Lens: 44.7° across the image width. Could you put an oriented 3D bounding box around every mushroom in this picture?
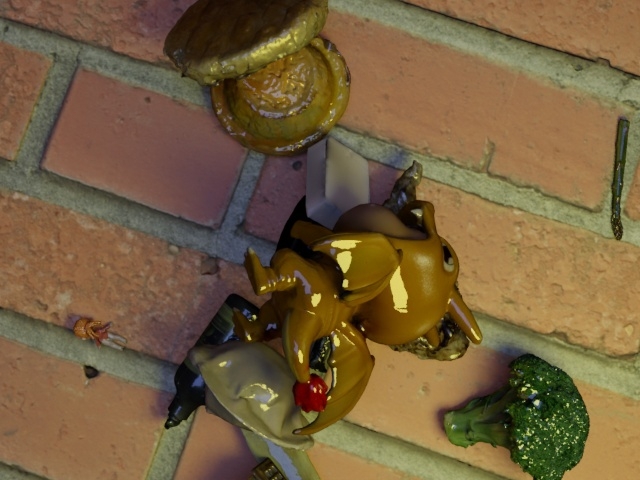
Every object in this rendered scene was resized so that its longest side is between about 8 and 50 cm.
[{"bbox_3d":[-0.051,0.464,1.505,0.100,0.081,0.312,-28,81,-13],"label":"mushroom"}]

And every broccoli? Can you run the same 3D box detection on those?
[{"bbox_3d":[0.362,0.343,1.446,0.269,0.269,0.253,-8,80,0],"label":"broccoli"}]

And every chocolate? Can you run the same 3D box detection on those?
[{"bbox_3d":[0.000,0.000,1.515,0.133,0.156,0.156,22,86,-13],"label":"chocolate"}]

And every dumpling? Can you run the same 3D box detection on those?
[{"bbox_3d":[-0.106,0.269,1.396,0.293,0.204,0.163,39,68,-15],"label":"dumpling"}]

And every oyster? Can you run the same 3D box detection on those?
[{"bbox_3d":[0.158,0.058,1.521,0.204,0.111,0.395,-17,89,3],"label":"oyster"}]

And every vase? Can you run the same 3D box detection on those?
[{"bbox_3d":[0.018,0.175,1.534,0.059,0.059,0.166,23,86,3],"label":"vase"}]

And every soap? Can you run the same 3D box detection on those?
[{"bbox_3d":[0.035,-0.104,1.490,0.121,0.064,0.183,29,44,-30],"label":"soap"}]

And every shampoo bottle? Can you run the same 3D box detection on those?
[{"bbox_3d":[-0.212,0.242,1.511,0.101,0.101,0.283,35,87,3],"label":"shampoo bottle"}]

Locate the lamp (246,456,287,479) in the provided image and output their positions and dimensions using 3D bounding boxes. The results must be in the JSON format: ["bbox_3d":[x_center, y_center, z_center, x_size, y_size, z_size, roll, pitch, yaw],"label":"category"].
[{"bbox_3d":[-0.196,0.547,1.456,0.325,0.089,0.090,-44,78,10],"label":"lamp"}]

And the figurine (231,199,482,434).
[{"bbox_3d":[0.057,0.112,1.332,0.387,0.268,0.400,-11,118,-28],"label":"figurine"}]

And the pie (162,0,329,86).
[{"bbox_3d":[-0.141,-0.413,1.488,0.340,0.083,0.339,-15,42,14],"label":"pie"}]

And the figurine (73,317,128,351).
[{"bbox_3d":[-0.438,0.187,1.550,0.109,0.047,0.064,23,57,-4],"label":"figurine"}]

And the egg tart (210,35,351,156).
[{"bbox_3d":[-0.078,-0.307,1.551,0.289,0.118,0.288,0,82,-2],"label":"egg tart"}]

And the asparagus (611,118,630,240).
[{"bbox_3d":[0.603,-0.123,1.567,0.024,0.025,0.248,10,84,-41],"label":"asparagus"}]
